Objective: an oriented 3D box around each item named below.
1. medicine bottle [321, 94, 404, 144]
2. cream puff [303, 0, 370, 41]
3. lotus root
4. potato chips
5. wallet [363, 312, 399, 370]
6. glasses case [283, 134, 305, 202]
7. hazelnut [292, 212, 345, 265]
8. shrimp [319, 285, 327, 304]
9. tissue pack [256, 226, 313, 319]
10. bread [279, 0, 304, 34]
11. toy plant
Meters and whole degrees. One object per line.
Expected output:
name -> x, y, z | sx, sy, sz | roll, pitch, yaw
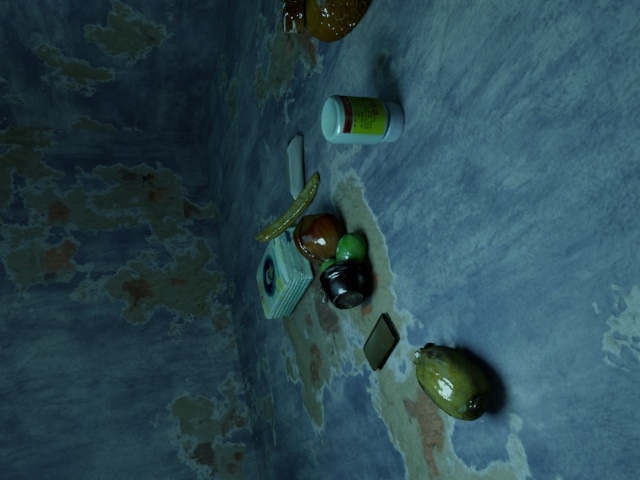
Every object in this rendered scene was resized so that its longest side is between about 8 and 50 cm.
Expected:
medicine bottle -> 0.125, -0.358, 1.399 | 0.139, 0.225, 0.139 | 177, 90, -65
cream puff -> 0.051, -0.798, 1.514 | 0.303, 0.212, 0.303 | 175, 90, -74
lotus root -> 0.319, 0.346, 1.200 | 0.278, 0.153, 0.154 | -135, 46, -61
potato chips -> -0.124, -0.126, 2.026 | 0.407, 0.080, 0.057 | -45, 54, 19
wallet -> 0.201, 0.346, 1.573 | 0.110, 0.031, 0.198 | 63, 146, 39
glasses case -> -0.123, -0.312, 2.101 | 0.128, 0.083, 0.308 | -3, 90, 64
hazelnut -> -0.003, 0.001, 1.788 | 0.212, 0.181, 0.181 | -24, 52, 53
shrimp -> 0.014, 0.221, 1.958 | 0.038, 0.029, 0.092 | 117, 145, -49
tissue pack -> -0.178, 0.161, 2.205 | 0.388, 0.162, 0.288 | 120, 141, -50
bread -> -0.095, -0.762, 1.540 | 0.160, 0.073, 0.161 | 174, 90, -81
toy plant -> 0.085, 0.107, 1.633 | 0.218, 0.175, 0.235 | -45, 41, 37
